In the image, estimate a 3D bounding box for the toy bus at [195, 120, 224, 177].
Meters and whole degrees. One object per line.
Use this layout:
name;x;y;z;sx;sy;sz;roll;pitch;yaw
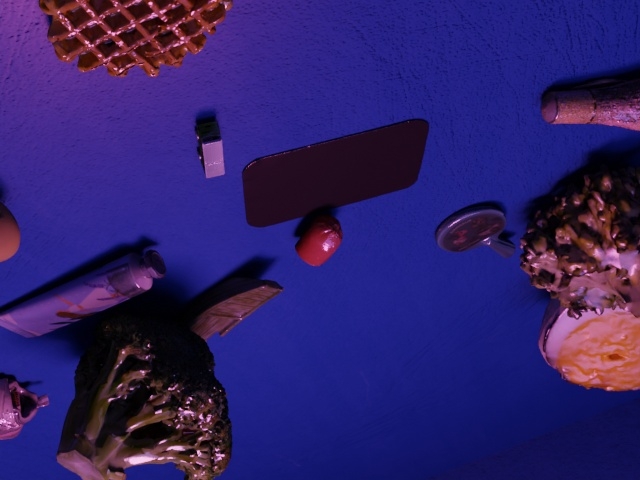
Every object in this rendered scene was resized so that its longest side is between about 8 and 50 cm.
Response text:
toy bus;-0.134;-0.110;1.119;0.031;0.037;0.083;-14;153;-10

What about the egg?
egg;0.601;0.143;1.884;0.337;0.201;0.337;-3;128;-4

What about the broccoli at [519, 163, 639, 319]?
broccoli;0.520;-0.003;1.564;0.334;0.272;0.323;20;94;-42

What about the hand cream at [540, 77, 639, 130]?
hand cream;0.406;-0.191;1.299;0.203;0.083;0.084;-4;149;-14

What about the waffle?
waffle;-0.179;-0.224;0.883;0.191;0.038;0.191;-16;153;-8

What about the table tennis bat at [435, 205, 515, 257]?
table tennis bat;0.279;-0.010;1.582;0.124;0.033;0.201;-33;145;27

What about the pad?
pad;0.021;-0.091;1.292;0.267;0.004;0.181;-15;152;-10

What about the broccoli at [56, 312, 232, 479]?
broccoli;-0.269;0.257;1.409;0.275;0.308;0.308;-55;177;-39

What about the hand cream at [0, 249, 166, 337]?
hand cream;-0.345;0.083;1.319;0.271;0.058;0.091;-23;150;16

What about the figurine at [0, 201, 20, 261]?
figurine;-0.505;0.022;1.027;0.325;0.124;0.222;-9;151;-27

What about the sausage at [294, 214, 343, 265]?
sausage;0.000;0.000;1.381;0.059;0.054;0.094;-50;179;-41

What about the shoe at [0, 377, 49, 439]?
shoe;-0.531;0.275;1.501;0.092;0.089;0.180;-28;154;17

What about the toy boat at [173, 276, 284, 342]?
toy boat;-0.173;0.128;1.507;0.093;0.055;0.293;12;139;-44
